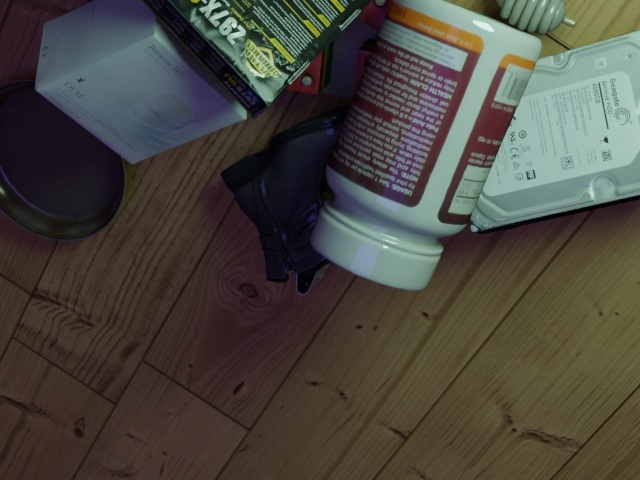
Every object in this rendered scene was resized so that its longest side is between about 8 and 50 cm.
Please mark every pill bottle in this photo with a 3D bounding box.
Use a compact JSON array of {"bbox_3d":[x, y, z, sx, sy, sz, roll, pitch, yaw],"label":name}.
[{"bbox_3d":[0.140,-0.142,1.660,0.224,0.224,0.392,24,104,6],"label":"pill bottle"}]

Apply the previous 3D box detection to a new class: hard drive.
[{"bbox_3d":[0.364,-0.157,1.708,0.339,0.064,0.237,-12,82,24],"label":"hard drive"}]

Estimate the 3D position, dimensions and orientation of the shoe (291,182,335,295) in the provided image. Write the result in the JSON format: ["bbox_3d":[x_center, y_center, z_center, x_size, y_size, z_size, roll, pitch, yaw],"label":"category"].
[{"bbox_3d":[0.000,0.000,1.980,0.076,0.058,0.219,22,122,7],"label":"shoe"}]

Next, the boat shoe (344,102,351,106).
[{"bbox_3d":[0.148,-0.128,1.842,0.285,0.089,0.104,26,122,4],"label":"boat shoe"}]

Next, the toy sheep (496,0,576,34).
[{"bbox_3d":[0.310,-0.342,1.679,0.132,0.091,0.091,25,122,10],"label":"toy sheep"}]

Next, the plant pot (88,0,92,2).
[{"bbox_3d":[-0.274,-0.429,1.765,0.263,0.263,0.229,-14,129,25],"label":"plant pot"}]

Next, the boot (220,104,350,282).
[{"bbox_3d":[-0.010,-0.069,1.857,0.338,0.118,0.223,-28,88,55],"label":"boot"}]

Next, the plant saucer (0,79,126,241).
[{"bbox_3d":[-0.481,-0.146,2.077,0.310,0.050,0.310,8,118,15],"label":"plant saucer"}]

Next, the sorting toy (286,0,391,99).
[{"bbox_3d":[0.031,-0.333,1.777,0.257,0.089,0.255,14,120,12],"label":"sorting toy"}]

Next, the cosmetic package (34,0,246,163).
[{"bbox_3d":[-0.259,-0.251,1.725,0.224,0.138,0.224,-20,144,25],"label":"cosmetic package"}]

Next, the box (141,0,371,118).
[{"bbox_3d":[-0.112,-0.373,1.600,0.322,0.257,0.079,46,159,-11],"label":"box"}]
